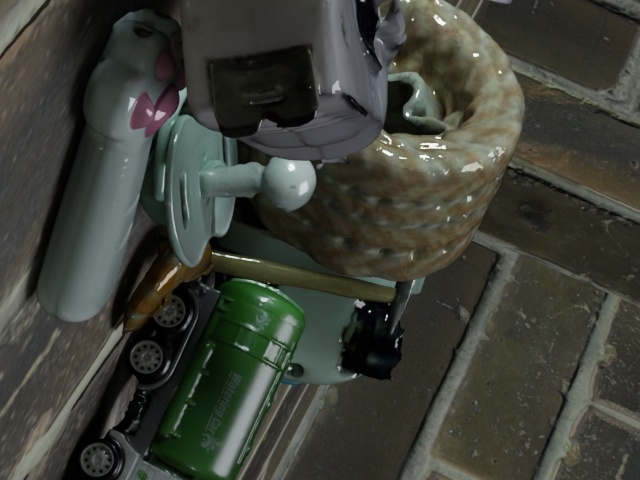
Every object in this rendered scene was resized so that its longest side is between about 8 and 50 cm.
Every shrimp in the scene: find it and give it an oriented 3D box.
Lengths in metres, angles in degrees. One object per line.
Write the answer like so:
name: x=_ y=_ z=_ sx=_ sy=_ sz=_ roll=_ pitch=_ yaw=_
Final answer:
shrimp: x=-0.114 y=0.033 z=1.346 sx=0.162 sy=0.045 sz=0.095 roll=-40 pitch=154 yaw=-81

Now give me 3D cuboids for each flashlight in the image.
flashlight: x=-0.121 y=-0.037 z=1.010 sx=0.093 sy=0.047 sz=0.200 roll=-56 pitch=168 yaw=-62

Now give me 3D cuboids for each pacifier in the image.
pacifier: x=-0.060 y=-0.050 z=1.194 sx=0.150 sy=0.116 sz=0.127 roll=-38 pitch=126 yaw=-70

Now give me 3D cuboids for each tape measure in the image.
tape measure: x=-0.018 y=-0.143 z=0.983 sx=0.236 sy=0.120 sz=0.197 roll=21 pitch=62 yaw=-79

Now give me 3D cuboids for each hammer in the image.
hammer: x=-0.020 y=0.035 z=1.473 sx=0.013 sy=0.199 sz=0.062 roll=-110 pitch=-147 yaw=-69

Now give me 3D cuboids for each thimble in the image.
thimble: x=0.032 y=-0.089 z=1.297 sx=0.196 sy=0.229 sz=0.148 roll=-39 pitch=159 yaw=-42

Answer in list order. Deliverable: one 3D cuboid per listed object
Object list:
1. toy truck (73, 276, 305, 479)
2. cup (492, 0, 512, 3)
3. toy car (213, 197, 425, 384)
toy truck: x=-0.110 y=0.140 z=1.425 sx=0.101 sy=0.125 sz=0.242 roll=88 pitch=28 yaw=-78
cup: x=0.109 y=-0.310 z=1.410 sx=0.221 sy=0.167 sz=0.202 roll=-49 pitch=159 yaw=-76
toy car: x=0.000 y=0.000 z=1.574 sx=0.190 sy=0.188 sz=0.255 roll=-100 pitch=-157 yaw=-70
